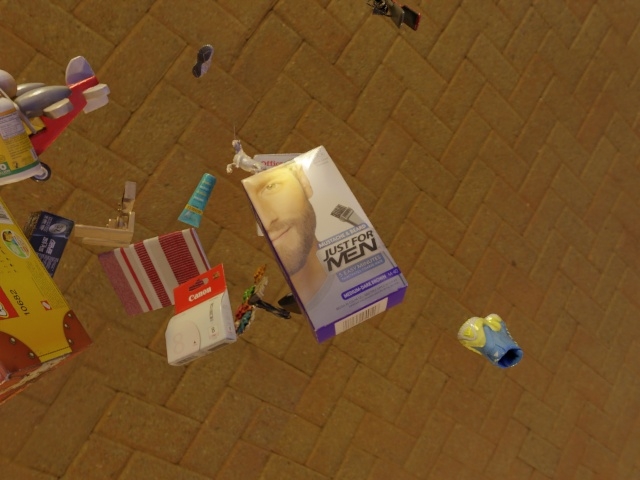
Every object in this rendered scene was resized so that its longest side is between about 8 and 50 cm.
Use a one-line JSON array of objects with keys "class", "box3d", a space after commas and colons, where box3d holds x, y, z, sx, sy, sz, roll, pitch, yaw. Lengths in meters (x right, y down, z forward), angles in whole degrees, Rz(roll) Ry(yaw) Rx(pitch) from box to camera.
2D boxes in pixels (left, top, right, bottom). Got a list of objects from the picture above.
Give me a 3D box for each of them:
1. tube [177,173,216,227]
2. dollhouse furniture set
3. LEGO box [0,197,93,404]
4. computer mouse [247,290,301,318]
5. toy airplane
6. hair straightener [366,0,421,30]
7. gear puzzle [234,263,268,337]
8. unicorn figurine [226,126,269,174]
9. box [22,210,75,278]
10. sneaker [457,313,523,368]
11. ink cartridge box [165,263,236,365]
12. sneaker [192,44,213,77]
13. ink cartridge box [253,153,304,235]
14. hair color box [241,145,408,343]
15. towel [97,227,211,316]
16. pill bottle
[{"class": "tube", "box3d": [-0.463, -0.155, 1.810, 0.080, 0.052, 0.207, 22, 75, -2]}, {"class": "dollhouse furniture set", "box3d": [-0.530, -0.067, 1.167, 0.123, 0.144, 0.151, 7, 66, -26]}, {"class": "LEGO box", "box3d": [-0.604, 0.040, 0.579, 0.373, 0.193, 0.500, -34, 87, -1]}, {"class": "computer mouse", "box3d": [-0.098, 0.170, 1.415, 0.184, 0.262, 0.060, 27, 60, -31]}, {"class": "toy airplane", "box3d": [-0.805, -0.389, 1.346, 0.272, 0.386, 0.384, 44, 32, -40]}, {"class": "hair straightener", "box3d": [0.167, -0.578, 1.165, 0.089, 0.230, 0.047, -1, 135, -16]}, {"class": "gear puzzle", "box3d": [-0.263, 0.209, 1.758, 0.044, 0.175, 0.338, 33, 45, -16]}, {"class": "unicorn figurine", "box3d": [-0.197, -0.205, 1.241, 0.162, 0.060, 0.111, 38, 35, -12]}, {"class": "box", "box3d": [-0.688, 0.024, 1.155, 0.078, 0.147, 0.180, 26, 73, -38]}, {"class": "sneaker", "box3d": [0.400, 0.239, 1.078, 0.240, 0.126, 0.091, 8, 120, -52]}, {"class": "ink cartridge box", "box3d": [-0.332, 0.194, 1.269, 0.066, 0.189, 0.232, 32, 36, -59]}, {"class": "sneaker", "box3d": [-0.462, -0.719, 1.887, 0.054, 0.152, 0.061, 44, 42, -2]}, {"class": "ink cartridge box", "box3d": [-0.137, -0.169, 1.746, 0.211, 0.121, 0.288, -3, 96, -10]}, {"class": "hair color box", "box3d": [0.000, 0.000, 0.911, 0.185, 0.110, 0.338, -25, 65, -9]}, {"class": "towel", "box3d": [-0.518, 0.103, 1.529, 0.329, 0.037, 0.236, -16, 111, 7]}, {"class": "pill bottle", "box3d": [-0.694, -0.231, 1.003, 0.118, 0.118, 0.208, -23, 120, -25]}]
